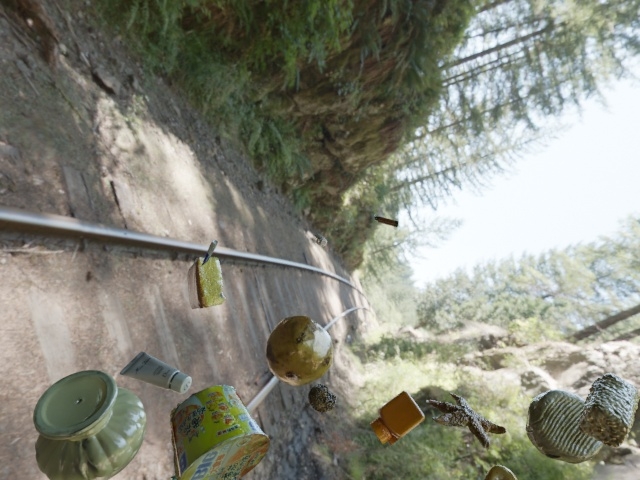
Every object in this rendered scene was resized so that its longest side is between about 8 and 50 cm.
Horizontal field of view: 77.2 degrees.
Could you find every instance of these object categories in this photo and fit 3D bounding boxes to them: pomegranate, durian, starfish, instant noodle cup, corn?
[{"bbox_3d":[-0.088,0.449,1.629,0.281,0.281,0.282,-19,90,-85],"label":"pomegranate"},{"bbox_3d":[0.006,0.443,1.124,0.091,0.080,0.080,-19,-90,56],"label":"durian"},{"bbox_3d":[0.427,0.520,1.192,0.240,0.227,0.043,-92,-161,-80],"label":"starfish"},{"bbox_3d":[-0.233,0.435,0.890,0.153,0.204,0.205,46,-14,43],"label":"instant noodle cup"},{"bbox_3d":[-0.562,0.811,1.626,0.086,0.086,0.289,61,15,-64],"label":"corn"}]

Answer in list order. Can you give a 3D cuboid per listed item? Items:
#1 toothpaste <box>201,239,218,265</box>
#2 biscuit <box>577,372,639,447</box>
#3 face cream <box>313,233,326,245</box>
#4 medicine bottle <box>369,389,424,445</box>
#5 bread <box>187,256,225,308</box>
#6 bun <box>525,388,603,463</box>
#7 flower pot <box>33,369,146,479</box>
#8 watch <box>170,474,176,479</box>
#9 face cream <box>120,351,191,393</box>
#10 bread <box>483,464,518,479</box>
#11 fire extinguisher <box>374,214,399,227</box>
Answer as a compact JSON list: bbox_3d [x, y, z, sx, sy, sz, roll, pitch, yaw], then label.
[{"bbox_3d":[-0.264,0.031,0.954,0.015,0.083,0.024,37,37,3],"label":"toothpaste"},{"bbox_3d":[0.570,0.328,0.791,0.082,0.168,0.071,29,-57,36],"label":"biscuit"},{"bbox_3d":[0.000,0.000,1.367,0.130,0.034,0.034,-147,-142,-79],"label":"face cream"},{"bbox_3d":[0.338,0.795,1.793,0.149,0.222,0.112,53,-4,24],"label":"medicine bottle"},{"bbox_3d":[-0.355,0.137,1.224,0.361,0.077,0.139,157,-72,-66],"label":"bread"},{"bbox_3d":[0.592,0.465,0.996,0.114,0.172,0.167,89,-8,-51],"label":"bun"},{"bbox_3d":[-0.698,0.542,1.203,0.308,0.307,0.244,-102,-167,-53],"label":"flower pot"},{"bbox_3d":[-0.578,1.116,1.747,0.068,0.236,0.195,81,-10,-52],"label":"watch"},{"bbox_3d":[-0.733,0.603,1.812,0.143,0.314,0.089,-55,153,-51],"label":"face cream"},{"bbox_3d":[0.475,0.700,0.995,0.142,0.091,0.305,-47,122,-38],"label":"bread"},{"bbox_3d":[0.213,-0.065,1.306,0.022,0.083,0.028,-67,171,-53],"label":"fire extinguisher"}]
